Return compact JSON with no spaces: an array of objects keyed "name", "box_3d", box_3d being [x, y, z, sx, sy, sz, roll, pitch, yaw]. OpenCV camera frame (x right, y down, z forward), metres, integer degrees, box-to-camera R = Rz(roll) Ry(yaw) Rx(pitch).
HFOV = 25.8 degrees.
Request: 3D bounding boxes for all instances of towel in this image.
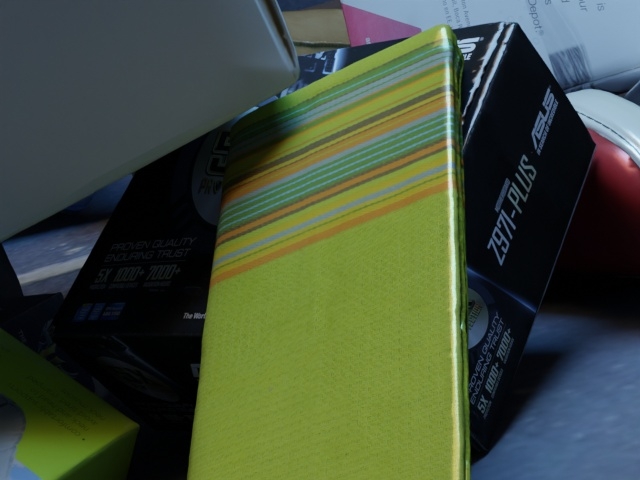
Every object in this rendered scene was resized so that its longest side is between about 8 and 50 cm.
[{"name":"towel","box_3d":[0.004,0.028,0.454,0.102,0.021,0.237,-23,41,25]}]

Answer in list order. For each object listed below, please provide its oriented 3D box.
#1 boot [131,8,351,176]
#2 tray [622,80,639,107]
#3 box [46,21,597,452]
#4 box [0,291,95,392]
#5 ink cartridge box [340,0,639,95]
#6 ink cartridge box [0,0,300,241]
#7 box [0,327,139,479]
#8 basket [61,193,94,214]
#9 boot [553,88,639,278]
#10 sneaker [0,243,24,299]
[{"name":"boot","box_3d":[-0.028,-0.104,1.057,0.269,0.236,0.089,-2,-39,-42]},{"name":"tray","box_3d":[0.258,-0.104,0.770,0.145,0.030,0.270,-17,-6,-2]},{"name":"box","box_3d":[0.000,0.000,0.566,0.180,0.077,0.147,-2,51,41]},{"name":"box","box_3d":[-0.252,0.089,0.660,0.232,0.059,0.183,-6,17,35]},{"name":"ink cartridge box","box_3d":[0.153,-0.191,0.916,0.283,0.207,0.117,-14,-3,38]},{"name":"ink cartridge box","box_3d":[-0.207,-0.094,0.636,0.279,0.160,0.384,-30,18,-10]},{"name":"box","box_3d":[-0.164,0.090,0.497,0.109,0.042,0.178,31,35,20]},{"name":"basket","box_3d":[-0.196,-0.122,1.192,0.289,0.201,0.255,16,1,-25]},{"name":"boot","box_3d":[0.050,0.001,0.646,0.176,0.088,0.244,-27,15,-18]},{"name":"sneaker","box_3d":[-0.246,-0.005,0.897,0.083,0.118,0.222,-22,15,-25]}]
